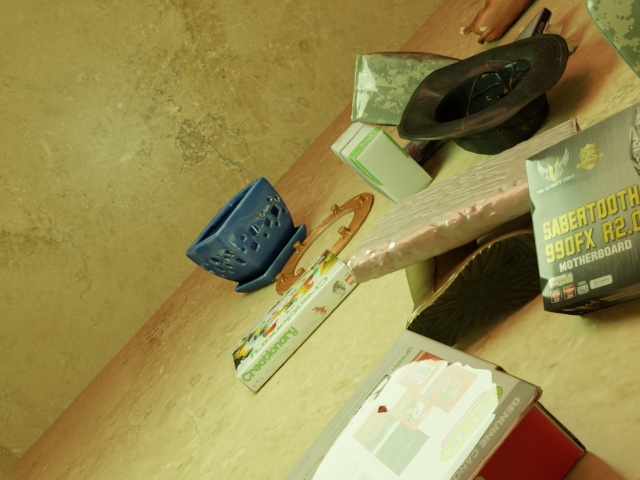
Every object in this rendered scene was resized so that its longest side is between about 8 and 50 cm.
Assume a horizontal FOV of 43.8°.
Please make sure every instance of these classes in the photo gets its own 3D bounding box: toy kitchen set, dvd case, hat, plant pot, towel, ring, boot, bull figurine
[{"bbox_3d":[0.471,-0.378,1.601,0.075,0.068,0.083,87,-153,-61],"label":"toy kitchen set"},{"bbox_3d":[0.230,-0.215,1.906,0.164,0.018,0.221,-44,13,15],"label":"dvd case"},{"bbox_3d":[0.312,-0.237,1.457,0.331,0.134,0.331,-26,30,17],"label":"hat"},{"bbox_3d":[-0.190,0.001,2.162,0.236,0.212,0.236,-55,14,-31],"label":"plant pot"},{"bbox_3d":[0.221,-0.060,1.126,0.332,0.053,0.317,-26,7,22],"label":"towel"},{"bbox_3d":[0.416,-0.385,1.729,0.179,0.030,0.238,-50,5,48],"label":"dvd case"},{"bbox_3d":[0.000,0.000,1.966,0.336,0.032,0.336,-43,13,12],"label":"ring"},{"bbox_3d":[0.207,0.024,1.111,0.236,0.089,0.269,-36,12,18],"label":"boot"},{"bbox_3d":[0.510,-0.650,2.147,0.310,0.101,0.188,-45,9,-4],"label":"bull figurine"}]

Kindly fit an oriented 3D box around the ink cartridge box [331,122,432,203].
[{"bbox_3d":[0.128,-0.170,1.737,0.092,0.160,0.219,-47,19,2],"label":"ink cartridge box"}]

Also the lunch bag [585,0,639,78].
[{"bbox_3d":[0.514,-0.369,1.025,0.256,0.212,0.305,-32,20,50],"label":"lunch bag"}]

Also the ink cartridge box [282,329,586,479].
[{"bbox_3d":[0.076,0.256,0.729,0.309,0.130,0.272,-49,15,-9],"label":"ink cartridge box"}]

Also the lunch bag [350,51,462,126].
[{"bbox_3d":[0.215,-0.327,1.743,0.287,0.235,0.168,-37,-47,-68],"label":"lunch bag"}]

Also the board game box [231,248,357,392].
[{"bbox_3d":[-0.056,0.156,1.623,0.305,0.053,0.193,-47,13,-1],"label":"board game box"}]

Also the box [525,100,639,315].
[{"bbox_3d":[0.317,-0.037,0.803,0.231,0.056,0.183,-28,59,53],"label":"box"}]
